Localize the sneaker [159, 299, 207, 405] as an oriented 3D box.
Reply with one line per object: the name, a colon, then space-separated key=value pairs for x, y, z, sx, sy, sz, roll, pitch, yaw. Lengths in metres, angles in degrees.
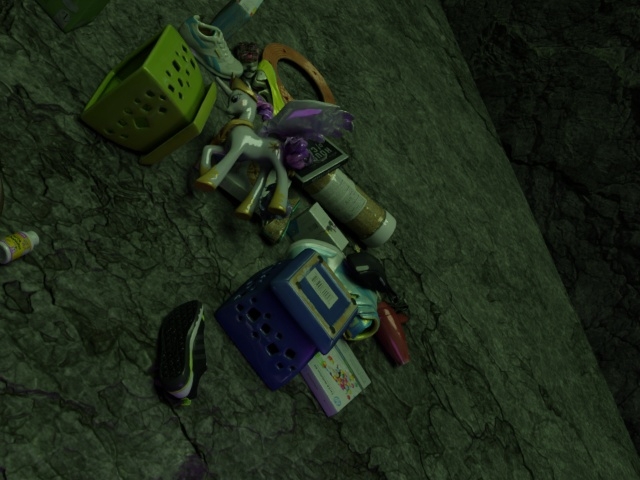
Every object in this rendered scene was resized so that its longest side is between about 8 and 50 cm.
sneaker: x=-0.278 y=0.233 z=1.566 sx=0.234 sy=0.084 sz=0.097 roll=-85 pitch=155 yaw=-44

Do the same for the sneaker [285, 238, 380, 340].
sneaker: x=0.044 y=0.137 z=1.968 sx=0.319 sy=0.127 sz=0.208 roll=35 pitch=24 yaw=-27

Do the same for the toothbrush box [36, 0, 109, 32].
toothbrush box: x=-0.563 y=-0.665 z=1.779 sx=0.206 sy=0.283 sz=0.122 roll=48 pitch=34 yaw=-10

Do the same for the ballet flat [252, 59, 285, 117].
ballet flat: x=-0.166 y=-0.458 z=2.312 sx=0.077 sy=0.077 sz=0.231 roll=-4 pitch=66 yaw=-38

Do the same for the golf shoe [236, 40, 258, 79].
golf shoe: x=-0.226 y=-0.559 z=2.337 sx=0.068 sy=0.086 sz=0.186 roll=3 pitch=31 yaw=-5

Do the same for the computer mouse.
computer mouse: x=0.138 y=0.063 z=2.084 sx=0.262 sy=0.060 sz=0.184 roll=39 pitch=16 yaw=-52

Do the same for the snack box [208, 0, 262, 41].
snack box: x=-0.258 y=-0.682 z=2.290 sx=0.070 sy=0.174 sz=0.207 roll=43 pitch=35 yaw=-21

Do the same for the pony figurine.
pony figurine: x=-0.129 y=-0.228 z=1.885 sx=0.351 sy=0.303 sz=0.363 roll=19 pitch=61 yaw=-14

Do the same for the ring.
ring: x=-0.072 y=-0.507 z=2.512 sx=0.337 sy=0.032 sz=0.336 roll=34 pitch=38 yaw=-31

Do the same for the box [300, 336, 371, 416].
box: x=0.037 y=0.335 z=1.897 sx=0.145 sy=0.038 sz=0.186 roll=58 pitch=33 yaw=5

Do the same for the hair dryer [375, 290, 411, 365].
hair dryer: x=0.221 y=0.227 z=2.193 sx=0.224 sy=0.080 sz=0.293 roll=33 pitch=39 yaw=-32

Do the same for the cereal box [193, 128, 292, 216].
cereal box: x=-0.199 y=-0.176 z=2.002 sx=0.240 sy=0.047 sz=0.173 roll=36 pitch=35 yaw=-11

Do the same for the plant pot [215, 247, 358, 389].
plant pot: x=-0.061 y=0.165 z=1.759 sx=0.236 sy=0.212 sz=0.236 roll=53 pitch=33 yaw=-4

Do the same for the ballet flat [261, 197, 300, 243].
ballet flat: x=-0.109 y=-0.069 z=2.043 sx=0.067 sy=0.073 sz=0.206 roll=32 pitch=33 yaw=-7

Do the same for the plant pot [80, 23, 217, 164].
plant pot: x=-0.383 y=-0.327 z=1.777 sx=0.207 sy=0.228 sz=0.227 roll=45 pitch=33 yaw=-26

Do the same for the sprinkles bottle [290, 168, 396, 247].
sprinkles bottle: x=0.067 y=-0.125 z=2.268 sx=0.355 sy=0.121 sz=0.121 roll=40 pitch=36 yaw=-23

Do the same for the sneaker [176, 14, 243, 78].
sneaker: x=-0.306 y=-0.552 z=2.190 sx=0.229 sy=0.092 sz=0.087 roll=32 pitch=38 yaw=-34

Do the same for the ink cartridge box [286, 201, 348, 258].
ink cartridge box: x=0.000 y=0.000 z=2.084 sx=0.181 sy=0.104 sz=0.061 roll=52 pitch=33 yaw=-7

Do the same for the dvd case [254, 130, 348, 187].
dvd case: x=-0.064 y=-0.259 z=2.147 sx=0.179 sy=0.029 sz=0.239 roll=-33 pitch=60 yaw=-31

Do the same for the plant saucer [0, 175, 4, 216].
plant saucer: x=-0.700 y=-0.126 z=1.341 sx=0.311 sy=0.050 sz=0.310 roll=33 pitch=38 yaw=-30

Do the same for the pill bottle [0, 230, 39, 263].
pill bottle: x=-0.561 y=0.010 z=1.402 sx=0.043 sy=0.043 sz=0.083 roll=54 pitch=32 yaw=-2
